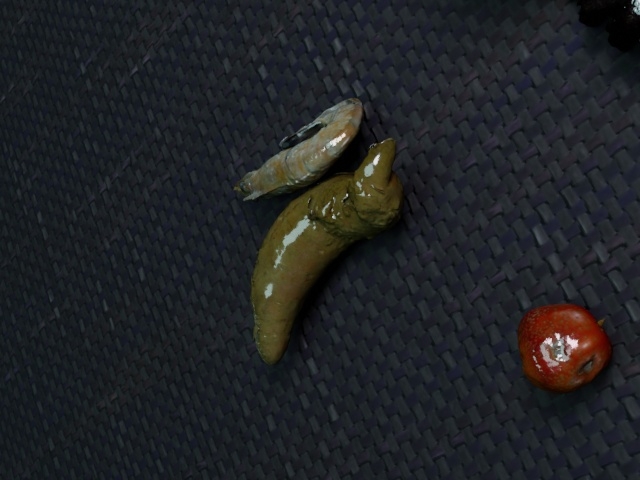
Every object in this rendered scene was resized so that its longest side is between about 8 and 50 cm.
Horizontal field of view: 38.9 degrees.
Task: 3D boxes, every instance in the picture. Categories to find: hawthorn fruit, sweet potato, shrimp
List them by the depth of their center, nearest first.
[{"bbox_3d":[0.230,0.100,0.847,0.093,0.093,0.093,-2,87,39],"label":"hawthorn fruit"},{"bbox_3d":[0.001,-0.004,1.015,0.310,0.098,0.124,-51,30,28],"label":"sweet potato"},{"bbox_3d":[-0.026,-0.102,1.059,0.223,0.047,0.126,-23,32,47],"label":"shrimp"}]

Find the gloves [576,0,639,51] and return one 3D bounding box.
[{"bbox_3d":[0.273,-0.237,0.804,0.180,0.106,0.129,25,106,33],"label":"gloves"}]
